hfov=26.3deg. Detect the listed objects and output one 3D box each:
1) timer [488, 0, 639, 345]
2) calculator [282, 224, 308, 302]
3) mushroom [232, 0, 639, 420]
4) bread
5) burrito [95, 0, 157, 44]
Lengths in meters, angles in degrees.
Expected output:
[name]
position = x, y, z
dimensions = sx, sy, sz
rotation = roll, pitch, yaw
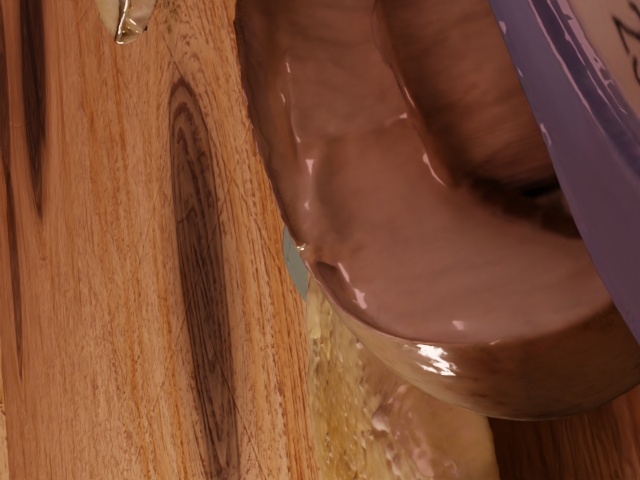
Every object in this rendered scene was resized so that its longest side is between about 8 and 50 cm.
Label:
[timer]
position = 0.109, -0.134, 0.268
dimensions = 0.395, 0.173, 0.395
rotation = 161, 90, -82
[calculator]
position = 0.000, 0.000, 0.958
dimensions = 0.153, 0.021, 0.095
rotation = -124, 39, -50
[mushroom]
position = 0.084, -0.050, 0.566
dimensions = 0.189, 0.195, 0.254
rotation = 52, -159, -69
[bread]
position = 0.042, 0.143, 0.719
dimensions = 0.316, 0.054, 0.316
rotation = 170, 90, -79
[burrito]
position = -0.181, -0.372, 1.322
dimensions = 0.175, 0.107, 0.348
rotation = 43, 134, 42
